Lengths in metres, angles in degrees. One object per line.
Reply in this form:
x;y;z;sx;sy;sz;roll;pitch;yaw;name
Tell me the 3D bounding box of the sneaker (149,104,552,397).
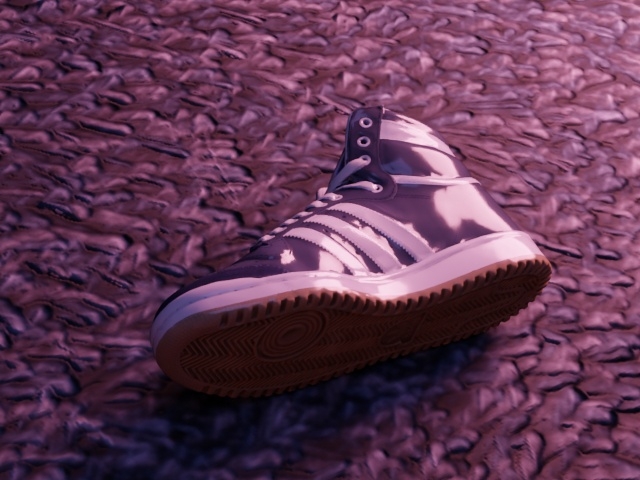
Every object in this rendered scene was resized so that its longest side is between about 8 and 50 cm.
0.000;0.000;0.816;0.282;0.099;0.153;-9;55;-33;sneaker
